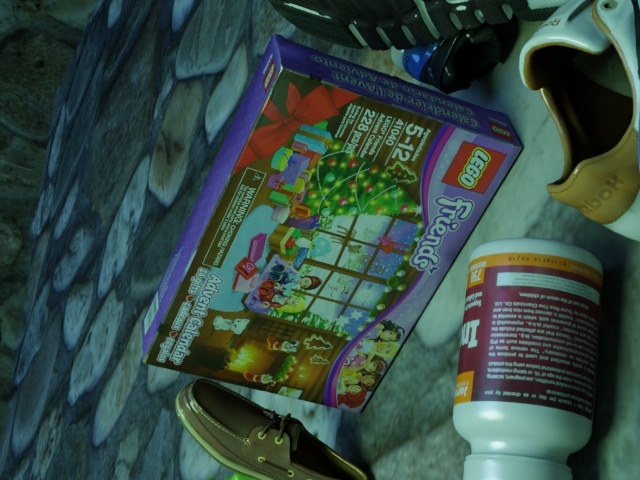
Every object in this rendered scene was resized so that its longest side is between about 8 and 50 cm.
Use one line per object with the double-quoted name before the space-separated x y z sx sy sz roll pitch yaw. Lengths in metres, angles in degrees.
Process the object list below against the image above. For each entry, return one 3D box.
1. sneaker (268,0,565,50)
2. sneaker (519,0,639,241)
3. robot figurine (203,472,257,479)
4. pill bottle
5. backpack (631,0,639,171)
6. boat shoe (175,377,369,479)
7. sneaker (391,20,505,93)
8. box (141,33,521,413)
"sneaker" 0.098 -0.242 0.939 0.281 0.106 0.163 1 59 29
"sneaker" 0.185 -0.143 0.717 0.106 0.123 0.290 140 141 -59
"robot figurine" -0.083 0.274 1.177 0.115 0.067 0.101 -62 37 32
"pill bottle" 0.128 0.081 0.756 0.086 0.086 0.152 152 130 -62
"backpack" 0.226 -0.093 0.585 0.158 0.116 0.173 -33 46 60
"boat shoe" -0.037 0.167 1.010 0.060 0.178 0.064 -52 3 34
"sneaker" 0.129 -0.186 0.979 0.152 0.058 0.084 -52 49 3
"box" 0.000 0.000 0.971 0.057 0.200 0.293 -103 34 -52
